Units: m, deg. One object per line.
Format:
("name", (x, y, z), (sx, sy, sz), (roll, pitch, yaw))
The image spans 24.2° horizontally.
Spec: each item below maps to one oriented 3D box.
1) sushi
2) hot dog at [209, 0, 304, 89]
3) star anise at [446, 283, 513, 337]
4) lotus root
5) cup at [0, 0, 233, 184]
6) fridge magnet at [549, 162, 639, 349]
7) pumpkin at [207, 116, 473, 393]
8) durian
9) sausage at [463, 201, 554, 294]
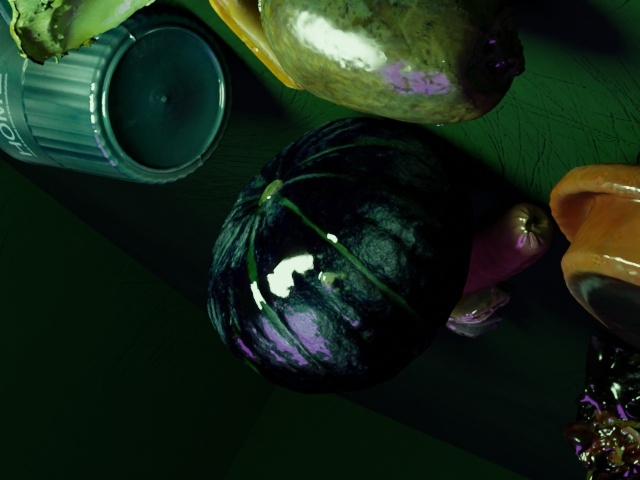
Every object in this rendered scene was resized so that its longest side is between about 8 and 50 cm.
("sushi", (0.490, 0.298, 2.274), (0.227, 0.212, 0.215), (22, 165, 28))
("hot dog", (-0.068, -0.251, 1.663), (0.235, 0.062, 0.092), (42, -159, -52))
("star anise", (0.203, 0.086, 2.376), (0.229, 0.093, 0.236), (35, 162, -32))
("lotus root", (0.054, -0.200, 1.381), (0.275, 0.160, 0.152), (20, 175, 41))
("cup", (-0.288, -0.231, 1.985), (0.242, 0.308, 0.292), (-13, -161, -39))
("fridge magnet", (0.399, 0.042, 1.560), (0.363, 0.155, 0.363), (30, 169, 7))
("pumpkin", (0.023, 0.020, 1.884), (0.266, 0.363, 0.363), (37, 166, -23))
("durian", (-0.237, -0.288, 1.583), (0.163, 0.198, 0.394), (24, 159, -6))
("sausage", (0.235, 0.017, 2.028), (0.088, 0.088, 0.433), (31, 168, -3))
